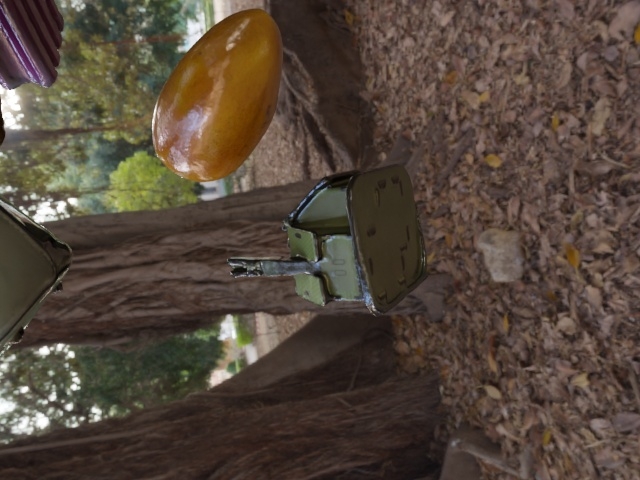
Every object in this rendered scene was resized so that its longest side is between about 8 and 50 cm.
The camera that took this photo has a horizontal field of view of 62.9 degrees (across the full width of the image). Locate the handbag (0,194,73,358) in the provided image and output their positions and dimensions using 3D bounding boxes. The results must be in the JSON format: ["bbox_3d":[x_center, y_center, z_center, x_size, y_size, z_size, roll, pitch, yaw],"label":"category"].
[{"bbox_3d":[-0.319,-0.010,0.268,0.315,0.241,0.109,40,-163,-22],"label":"handbag"}]

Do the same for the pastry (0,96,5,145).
[{"bbox_3d":[-0.405,-0.133,0.412,0.164,0.356,0.355,-30,-58,-54],"label":"pastry"}]

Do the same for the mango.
[{"bbox_3d":[-0.128,-0.184,0.679,0.126,0.154,0.252,53,126,17],"label":"mango"}]

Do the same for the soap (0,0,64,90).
[{"bbox_3d":[-0.334,-0.269,0.535,0.203,0.066,0.122,96,166,-59],"label":"soap"}]

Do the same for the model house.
[{"bbox_3d":[0.000,0.000,0.844,0.218,0.279,0.204,-21,-77,-56],"label":"model house"}]
